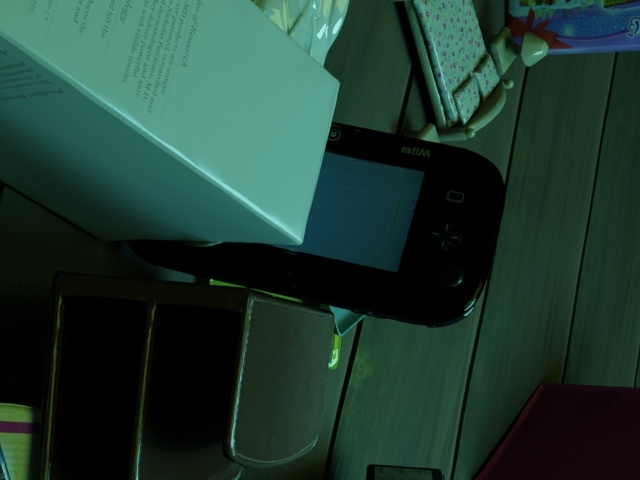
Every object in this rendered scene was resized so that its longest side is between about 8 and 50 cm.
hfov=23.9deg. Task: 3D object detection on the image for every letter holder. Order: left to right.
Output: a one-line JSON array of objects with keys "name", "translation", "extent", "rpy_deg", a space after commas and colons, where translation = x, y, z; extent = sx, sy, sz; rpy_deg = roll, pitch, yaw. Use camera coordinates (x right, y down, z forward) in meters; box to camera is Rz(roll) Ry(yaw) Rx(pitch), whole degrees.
[{"name": "letter holder", "translation": [-0.100, 0.147, 1.208], "extent": [0.302, 0.152, 0.215], "rpy_deg": [26, 69, -77]}]

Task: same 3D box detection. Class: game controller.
[{"name": "game controller", "translation": [-0.006, -0.028, 1.301], "extent": [0.067, 0.319, 0.167], "rpy_deg": [73, 31, -70]}]

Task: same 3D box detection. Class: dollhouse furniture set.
[{"name": "dollhouse furniture set", "translation": [0.202, -0.295, 1.742], "extent": [0.355, 0.173, 0.303], "rpy_deg": [-52, 132, -44]}]

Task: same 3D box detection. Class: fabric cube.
[{"name": "fabric cube", "translation": [0.379, 0.365, 1.969], "extent": [0.259, 0.254, 0.258], "rpy_deg": [-43, 126, -49]}]

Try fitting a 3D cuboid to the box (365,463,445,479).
[{"name": "box", "translation": [0.071, 0.415, 1.427], "extent": [0.395, 0.097, 0.318], "rpy_deg": [-80, 173, -82]}]

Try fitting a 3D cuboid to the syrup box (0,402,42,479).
[{"name": "syrup box", "translation": [-0.269, 0.232, 1.076], "extent": [0.096, 0.093, 0.237], "rpy_deg": [16, 77, -57]}]

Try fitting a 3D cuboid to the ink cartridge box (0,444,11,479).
[{"name": "ink cartridge box", "translation": [-0.333, 0.157, 0.809], "extent": [0.332, 0.065, 0.165], "rpy_deg": [-17, 110, -12]}]

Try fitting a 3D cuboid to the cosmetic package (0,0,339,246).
[{"name": "cosmetic package", "translation": [-0.176, -0.130, 1.105], "extent": [0.385, 0.217, 0.156], "rpy_deg": [36, 62, -55]}]

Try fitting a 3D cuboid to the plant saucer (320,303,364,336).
[{"name": "plant saucer", "translation": [0.000, 0.000, 1.544], "extent": [0.067, 0.018, 0.192], "rpy_deg": [-36, 111, -55]}]

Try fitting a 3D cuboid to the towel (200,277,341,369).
[{"name": "towel", "translation": [-0.044, 0.078, 1.501], "extent": [0.237, 0.021, 0.102], "rpy_deg": [7, 84, -58]}]

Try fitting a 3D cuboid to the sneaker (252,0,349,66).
[{"name": "sneaker", "translation": [-0.063, -0.148, 1.413], "extent": [0.152, 0.114, 0.305], "rpy_deg": [10, 83, -38]}]

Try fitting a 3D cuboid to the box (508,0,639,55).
[{"name": "box", "translation": [0.381, -0.341, 1.913], "extent": [0.057, 0.293, 0.201], "rpy_deg": [1, 91, -61]}]
